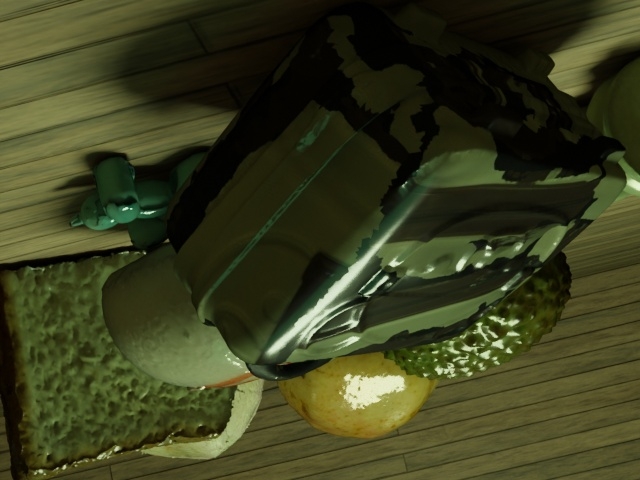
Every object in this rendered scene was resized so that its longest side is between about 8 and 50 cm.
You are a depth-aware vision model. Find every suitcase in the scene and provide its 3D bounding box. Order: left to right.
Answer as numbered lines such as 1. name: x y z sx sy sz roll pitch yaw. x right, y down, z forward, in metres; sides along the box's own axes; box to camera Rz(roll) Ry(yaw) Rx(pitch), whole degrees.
1. suitcase: 0.042 -0.020 0.774 0.351 0.194 0.339 2 139 -51

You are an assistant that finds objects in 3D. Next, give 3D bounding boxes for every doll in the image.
1. doll: -0.160 -0.036 0.916 0.159 0.059 0.158 -7 166 -36

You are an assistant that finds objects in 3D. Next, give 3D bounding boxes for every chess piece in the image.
1. chess piece: 0.310 -0.097 1.005 0.144 0.144 0.251 -11 174 -14

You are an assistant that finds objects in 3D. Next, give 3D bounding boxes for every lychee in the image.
1. lychee: 0.192 0.038 1.210 0.270 0.270 0.320 -7 132 -29

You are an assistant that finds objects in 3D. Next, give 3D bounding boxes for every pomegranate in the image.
1. pomegranate: 0.062 0.164 1.623 0.342 0.342 0.342 -13 169 -2

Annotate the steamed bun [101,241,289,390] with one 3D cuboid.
1. steamed bun: -0.088 0.062 1.024 0.283 0.177 0.283 -25 -176 2

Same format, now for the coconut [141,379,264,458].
1. coconut: -0.235 0.231 1.619 0.297 0.297 0.254 -13 158 1

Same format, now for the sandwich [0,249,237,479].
1. sandwich: -0.255 0.150 1.220 0.325 0.262 0.131 -9 170 -24
